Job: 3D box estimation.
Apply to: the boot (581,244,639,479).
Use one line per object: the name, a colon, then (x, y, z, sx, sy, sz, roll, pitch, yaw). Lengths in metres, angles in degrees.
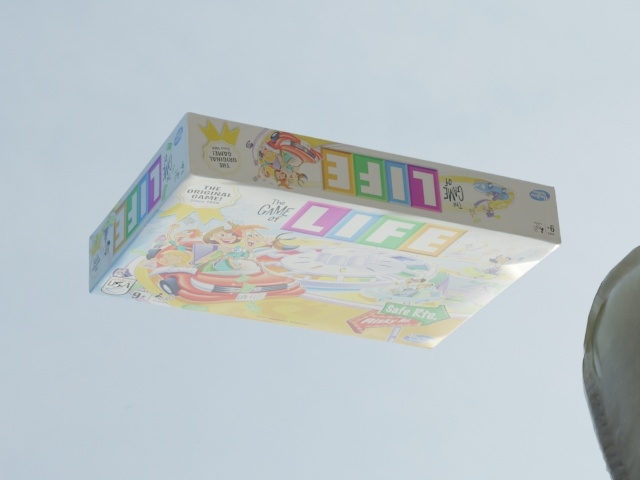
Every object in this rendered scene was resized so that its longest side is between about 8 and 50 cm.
boot: (0.174, 0.079, 0.295, 0.269, 0.236, 0.089, -88, 6, -65)

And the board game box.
board game box: (0.000, 0.000, 0.705, 0.154, 0.103, 0.026, 10, -121, -24)
